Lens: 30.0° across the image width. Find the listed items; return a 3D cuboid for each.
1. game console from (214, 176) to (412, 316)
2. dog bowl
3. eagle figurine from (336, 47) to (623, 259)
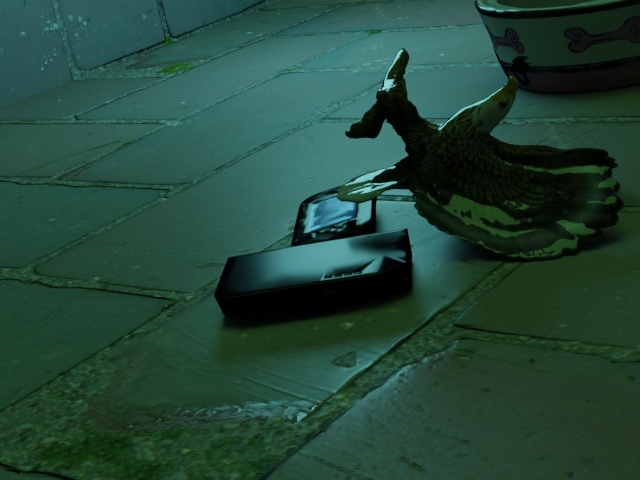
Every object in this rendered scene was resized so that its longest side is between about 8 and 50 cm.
[{"bbox_3d":[0.000,0.000,1.419,0.213,0.044,0.361,-9,19,7],"label":"game console"},{"bbox_3d":[0.472,-0.364,1.997,0.408,0.150,0.408,-10,20,4],"label":"dog bowl"},{"bbox_3d":[0.187,-0.091,1.383,0.226,0.298,0.225,-58,5,-22],"label":"eagle figurine"}]
